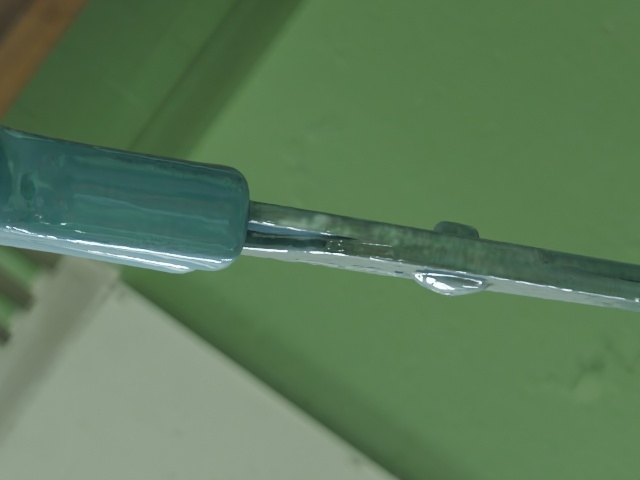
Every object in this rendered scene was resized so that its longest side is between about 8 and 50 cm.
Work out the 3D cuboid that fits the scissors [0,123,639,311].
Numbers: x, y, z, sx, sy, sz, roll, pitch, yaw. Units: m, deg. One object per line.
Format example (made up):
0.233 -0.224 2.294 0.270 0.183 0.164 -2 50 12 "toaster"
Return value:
0.000 0.000 0.566 0.447 0.029 0.192 9 175 -17 "scissors"
